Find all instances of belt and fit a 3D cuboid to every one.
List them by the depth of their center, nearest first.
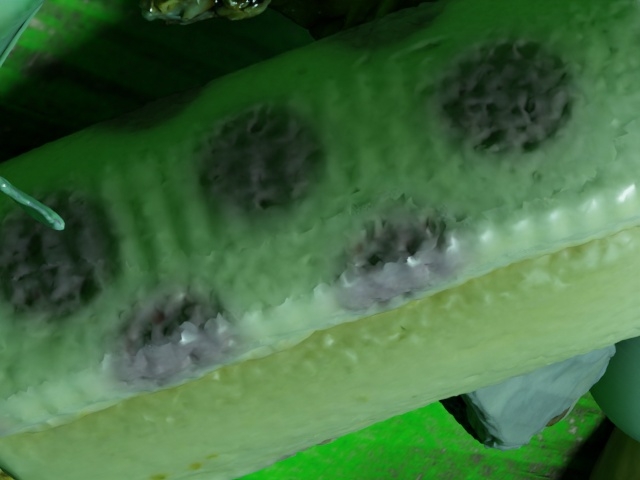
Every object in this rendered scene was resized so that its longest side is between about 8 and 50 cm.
[{"bbox_3d":[0.101,0.027,1.096,0.126,0.139,0.230,-41,147,-6],"label":"belt"}]

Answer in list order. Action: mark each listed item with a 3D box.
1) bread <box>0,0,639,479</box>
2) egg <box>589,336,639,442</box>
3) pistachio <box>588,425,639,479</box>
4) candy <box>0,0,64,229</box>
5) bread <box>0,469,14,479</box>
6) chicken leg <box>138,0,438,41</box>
[{"bbox_3d":[0.000,0.000,0.841,0.338,0.155,0.187,-18,149,4],"label":"bread"},{"bbox_3d":[0.280,-0.004,1.190,0.230,0.230,0.371,-22,147,-34],"label":"egg"},{"bbox_3d":[0.327,0.177,1.549,0.260,0.163,0.213,-53,172,-12],"label":"pistachio"},{"bbox_3d":[-0.085,-0.230,0.548,0.398,0.172,0.263,-59,151,1],"label":"candy"},{"bbox_3d":[-0.210,0.175,0.919,0.174,0.121,0.245,-49,152,5],"label":"bread"},{"bbox_3d":[0.007,-0.120,0.864,0.228,0.088,0.103,-13,167,-25],"label":"chicken leg"}]
